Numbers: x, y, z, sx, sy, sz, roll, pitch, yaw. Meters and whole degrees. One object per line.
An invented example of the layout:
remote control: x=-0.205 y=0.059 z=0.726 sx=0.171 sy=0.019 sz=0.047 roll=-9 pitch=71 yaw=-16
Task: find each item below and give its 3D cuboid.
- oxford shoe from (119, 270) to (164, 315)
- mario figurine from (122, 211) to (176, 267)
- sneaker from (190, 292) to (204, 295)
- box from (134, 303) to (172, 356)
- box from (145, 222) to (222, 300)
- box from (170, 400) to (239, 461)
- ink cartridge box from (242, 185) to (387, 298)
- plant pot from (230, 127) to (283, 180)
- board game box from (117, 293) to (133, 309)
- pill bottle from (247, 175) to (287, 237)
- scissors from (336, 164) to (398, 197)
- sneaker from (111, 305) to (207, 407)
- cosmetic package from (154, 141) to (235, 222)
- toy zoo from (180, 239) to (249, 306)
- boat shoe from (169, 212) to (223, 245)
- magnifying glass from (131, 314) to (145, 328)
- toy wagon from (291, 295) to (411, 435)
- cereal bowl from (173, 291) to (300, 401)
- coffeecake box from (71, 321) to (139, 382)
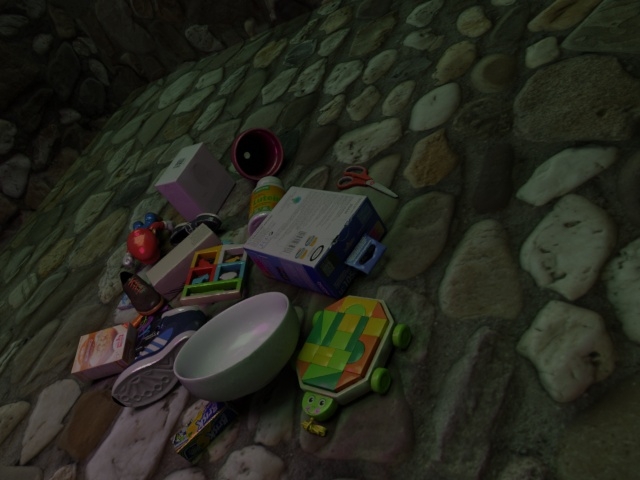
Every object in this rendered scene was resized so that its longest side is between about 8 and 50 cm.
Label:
oxford shoe: x=-0.631 y=0.179 z=1.907 sx=0.097 sy=0.098 sz=0.271 roll=-45 pitch=37 yaw=-22
mario figurine: x=-0.681 y=0.011 z=2.191 sx=0.320 sy=0.170 sz=0.198 roll=-121 pitch=49 yaw=-65
sneaker: x=-0.387 y=0.176 z=1.796 sx=0.135 sy=0.052 sz=0.058 roll=-12 pitch=55 yaw=34
box: x=-0.546 y=0.293 z=1.803 sx=0.116 sy=0.029 sz=0.162 roll=-27 pitch=37 yaw=12
box: x=-0.471 y=0.073 z=1.935 sx=0.275 sy=0.094 sz=0.113 roll=-43 pitch=36 yaw=-9
box: x=-0.287 y=0.464 z=1.375 sx=0.169 sy=0.054 sz=0.059 roll=-43 pitch=36 yaw=-9
ink cartridge box: x=0.000 y=0.000 z=1.582 sx=0.395 sy=0.151 sz=0.270 roll=11 pitch=57 yaw=48
plant pot: x=-0.268 y=-0.335 z=2.166 sx=0.201 sy=0.201 sz=0.180 roll=-47 pitch=21 yaw=-15
board game box: x=-0.693 y=0.210 z=2.026 sx=0.089 sy=0.020 sz=0.090 roll=-14 pitch=40 yaw=28
pill bottle: x=-0.172 y=-0.109 z=1.857 sx=0.136 sy=0.136 sz=0.246 roll=-24 pitch=37 yaw=16
scissors: x=0.164 y=-0.195 z=1.779 sx=0.297 sy=0.021 sz=0.109 roll=15 pitch=57 yaw=49
sneaker: x=-0.469 y=0.326 z=1.638 sx=0.322 sy=0.130 sz=0.236 roll=-38 pitch=26 yaw=4
cosmetic package: x=-0.488 y=-0.222 z=2.171 sx=0.138 sy=0.225 sz=0.224 roll=-7 pitch=44 yaw=38
toy zoo: x=-0.332 y=0.094 z=1.788 sx=0.192 sy=0.030 sz=0.293 roll=-9 pitch=35 yaw=6
boat shoe: x=-0.470 y=-0.036 z=2.057 sx=0.254 sy=0.095 sz=0.079 roll=-12 pitch=40 yaw=32
magnifying glass: x=-0.680 y=0.342 z=1.865 sx=0.092 sy=0.026 sz=0.231 roll=18 pitch=63 yaw=48
toy wagon: x=0.048 y=0.284 z=1.291 sx=0.267 sy=0.068 sz=0.345 roll=2 pitch=50 yaw=41
cereal bowl: x=-0.192 y=0.284 z=1.390 sx=0.338 sy=0.141 sz=0.339 roll=-25 pitch=18 yaw=9
coffeecake box: x=-0.692 y=0.361 z=1.781 sx=0.185 sy=0.068 sz=0.142 roll=-17 pitch=44 yaw=11
